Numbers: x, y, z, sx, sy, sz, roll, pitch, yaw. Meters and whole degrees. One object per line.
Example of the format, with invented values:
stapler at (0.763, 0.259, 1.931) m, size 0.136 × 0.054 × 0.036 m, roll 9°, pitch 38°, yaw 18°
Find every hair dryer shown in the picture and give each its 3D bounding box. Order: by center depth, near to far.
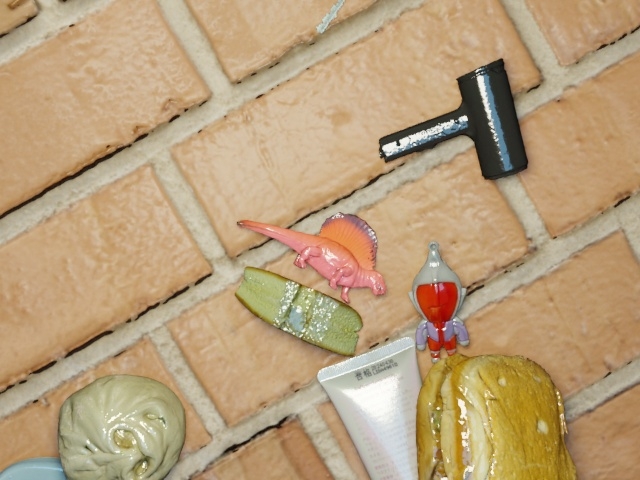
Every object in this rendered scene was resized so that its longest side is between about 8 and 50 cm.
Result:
hair dryer at (0.224, -0.188, 1.621) m, size 0.251 × 0.089 × 0.197 m, roll -16°, pitch 98°, yaw 7°

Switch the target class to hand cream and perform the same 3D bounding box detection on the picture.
hand cream at (0.139, 0.368, 1.647) m, size 0.186 × 0.118 × 0.358 m, roll -20°, pitch 88°, yaw -1°

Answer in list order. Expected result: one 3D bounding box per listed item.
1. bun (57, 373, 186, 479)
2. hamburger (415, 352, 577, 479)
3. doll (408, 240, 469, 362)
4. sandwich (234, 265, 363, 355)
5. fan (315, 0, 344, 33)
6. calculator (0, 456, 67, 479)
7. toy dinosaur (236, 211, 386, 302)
bun at (-0.341, 0.337, 1.580) m, size 0.231 × 0.133 × 0.231 m, roll 1°, pitch 82°, yaw -9°
hamburger at (0.298, 0.348, 1.574) m, size 0.284 × 0.174 × 0.304 m, roll 9°, pitch 75°, yaw -31°
doll at (0.209, 0.110, 1.636) m, size 0.102 × 0.075 × 0.227 m, roll -8°, pitch 105°, yaw 7°
sandwich at (-0.032, 0.123, 1.616) m, size 0.244 × 0.088 × 0.090 m, roll 25°, pitch 89°, yaw -5°
fan at (0.087, -0.497, 1.611) m, size 0.191 × 0.009 × 0.329 m, roll 32°, pitch 89°, yaw -7°
calculator at (-0.439, 0.485, 1.642) m, size 0.303 × 0.042 × 0.188 m, roll 15°, pitch 93°, yaw -5°
toy dinosaur at (0.007, -0.004, 1.628) m, size 0.286 × 0.070 × 0.139 m, roll 34°, pitch 82°, yaw -3°
